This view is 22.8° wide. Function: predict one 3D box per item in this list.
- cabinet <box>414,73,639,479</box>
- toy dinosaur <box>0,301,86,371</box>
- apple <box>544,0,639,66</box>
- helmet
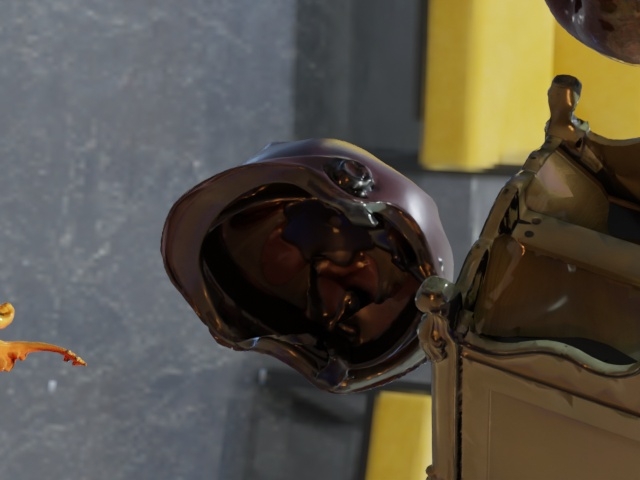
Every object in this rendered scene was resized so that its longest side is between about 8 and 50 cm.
[{"bbox_3d":[0.230,0.087,1.312,0.290,0.227,0.318,-54,152,-37],"label":"cabinet"},{"bbox_3d":[-0.417,0.109,1.843,0.070,0.288,0.117,-51,-169,44],"label":"toy dinosaur"},{"bbox_3d":[0.359,-0.323,1.745,0.306,0.235,0.306,59,-4,7],"label":"apple"},{"bbox_3d":[0.000,0.000,1.777,0.271,0.338,0.197,-52,-167,35],"label":"helmet"}]
